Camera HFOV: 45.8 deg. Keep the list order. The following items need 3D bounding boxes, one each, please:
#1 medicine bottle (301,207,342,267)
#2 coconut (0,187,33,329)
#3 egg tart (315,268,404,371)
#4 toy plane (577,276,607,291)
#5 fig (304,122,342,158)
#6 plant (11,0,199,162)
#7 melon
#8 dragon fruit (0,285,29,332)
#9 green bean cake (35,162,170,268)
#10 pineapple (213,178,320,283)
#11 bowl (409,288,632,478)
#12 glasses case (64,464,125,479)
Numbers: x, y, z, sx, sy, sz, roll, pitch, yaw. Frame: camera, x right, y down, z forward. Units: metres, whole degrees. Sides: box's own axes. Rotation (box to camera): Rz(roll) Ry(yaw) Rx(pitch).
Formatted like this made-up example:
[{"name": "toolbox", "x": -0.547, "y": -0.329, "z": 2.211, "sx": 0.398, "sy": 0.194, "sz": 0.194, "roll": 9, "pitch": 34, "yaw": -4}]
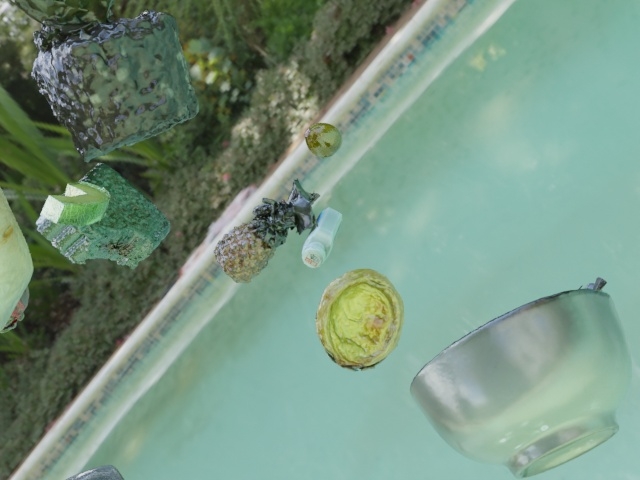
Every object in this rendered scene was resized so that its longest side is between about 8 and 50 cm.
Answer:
[{"name": "medicine bottle", "x": 0.000, "y": 0.000, "z": 2.257, "sx": 0.121, "sy": 0.083, "sz": 0.229, "roll": -61, "pitch": 2, "yaw": 30}, {"name": "coconut", "x": -0.704, "y": 0.026, "z": 1.233, "sx": 0.415, "sy": 0.415, "sz": 0.344, "roll": -53, "pitch": 6, "yaw": -16}, {"name": "egg tart", "x": 0.102, "y": 0.214, "z": 2.056, "sx": 0.279, "sy": 0.279, "sz": 0.095, "roll": -53, "pitch": 16, "yaw": -15}, {"name": "toy plane", "x": 0.552, "y": 0.161, "z": 1.640, "sx": 0.197, "sy": 0.053, "sz": 0.078, "roll": -56, "pitch": -12, "yaw": 11}, {"name": "fig", "x": 0.001, "y": -0.214, "z": 1.588, "sx": 0.074, "sy": 0.088, "sz": 0.074, "roll": -18, "pitch": 63, "yaw": 38}, {"name": "plant", "x": -0.348, "y": -0.302, "z": 1.210, "sx": 0.213, "sy": 0.312, "sz": 0.215, "roll": -15, "pitch": 16, "yaw": 48}, {"name": "melon", "x": -0.504, "y": -0.073, "z": 1.575, "sx": 0.209, "sy": 0.118, "sz": 0.064, "roll": -45, "pitch": -28, "yaw": -75}, {"name": "dragon fruit", "x": -0.832, "y": 0.156, "z": 1.903, "sx": 0.172, "sy": 0.160, "sz": 0.166, "roll": -12, "pitch": -12, "yaw": -5}, {"name": "green bean cake", "x": -0.638, "y": -0.038, "z": 2.232, "sx": 0.169, "sy": 0.300, "sz": 0.308, "roll": -37, "pitch": 14, "yaw": 30}, {"name": "pineapple", "x": -0.097, "y": -0.021, "z": 1.496, "sx": 0.237, "sy": 0.119, "sz": 0.111, "roll": -43, "pitch": 14, "yaw": 12}, {"name": "bowl", "x": 0.336, "y": 0.246, "z": 1.175, "sx": 0.354, "sy": 0.353, "sz": 0.185, "roll": -45, "pitch": 55, "yaw": 32}, {"name": "glasses case", "x": -0.422, "y": 0.574, "z": 1.523, "sx": 0.131, "sy": 0.074, "sz": 0.323, "roll": -14, "pitch": 27, "yaw": -30}]
